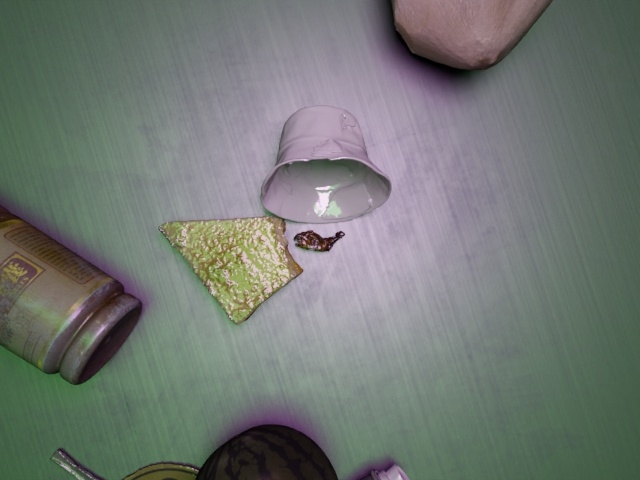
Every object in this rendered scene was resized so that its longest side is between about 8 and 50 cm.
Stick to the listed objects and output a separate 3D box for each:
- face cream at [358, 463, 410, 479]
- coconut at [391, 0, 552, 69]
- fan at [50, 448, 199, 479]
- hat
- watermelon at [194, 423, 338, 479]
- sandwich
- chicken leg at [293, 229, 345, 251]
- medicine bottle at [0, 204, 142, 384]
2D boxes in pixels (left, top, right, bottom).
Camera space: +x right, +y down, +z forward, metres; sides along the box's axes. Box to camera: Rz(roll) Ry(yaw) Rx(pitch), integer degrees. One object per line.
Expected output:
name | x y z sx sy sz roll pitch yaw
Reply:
face cream | 0.022 0.450 0.681 0.283 0.073 0.073 -43 90 -5
coconut | 0.218 -0.378 0.656 0.237 0.237 0.265 -10 89 -4
fan | -0.276 0.430 0.693 0.335 0.011 0.229 38 86 -1
hat | 0.004 -0.117 0.673 0.203 0.203 0.126 -3 65 -4
watermelon | -0.071 0.365 0.615 0.212 0.212 0.212 0 87 -4
sandwich | -0.126 0.007 0.704 0.162 0.058 0.193 -40 88 -6
chicken leg | -0.001 0.002 0.728 0.083 0.021 0.036 1 71 -4
medicine bottle | -0.427 0.056 0.632 0.322 0.151 0.151 33 86 -1
